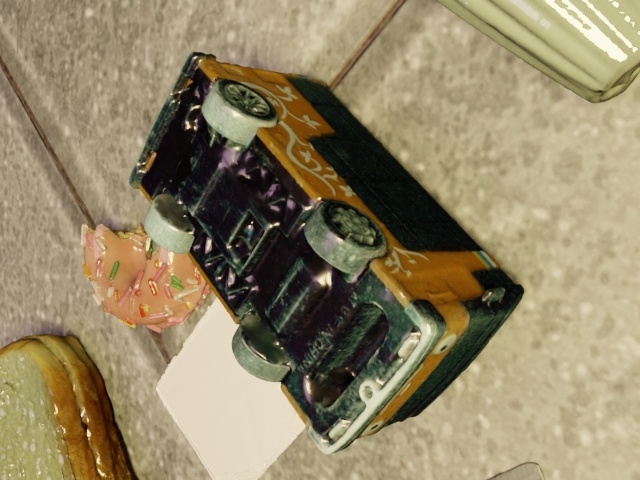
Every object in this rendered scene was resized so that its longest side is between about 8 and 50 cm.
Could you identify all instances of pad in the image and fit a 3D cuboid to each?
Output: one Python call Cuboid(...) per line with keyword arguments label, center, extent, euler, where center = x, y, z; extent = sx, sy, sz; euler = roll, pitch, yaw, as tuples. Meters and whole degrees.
Cuboid(label="pad", center=(-0.073, 0.133, 0.735), extent=(0.156, 0.004, 0.232), euler=(51, 123, 23))

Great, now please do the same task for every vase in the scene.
Cuboid(label="vase", center=(0.114, -0.193, 0.478), extent=(0.248, 0.128, 0.128), euler=(50, 123, 12))

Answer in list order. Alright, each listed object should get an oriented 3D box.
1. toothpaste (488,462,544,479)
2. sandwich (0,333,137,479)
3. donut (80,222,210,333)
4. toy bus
Cuboid(label="toothpaste", center=(0.173, 0.313, 0.527), extent=(0.114, 0.073, 0.299), euler=(-40, 63, 34))
Cuboid(label="sandwich", center=(-0.349, 0.253, 0.873), extent=(0.273, 0.095, 0.249), euler=(-30, 71, 22))
Cuboid(label="donut", center=(-0.177, 0.039, 0.769), extent=(0.166, 0.065, 0.117), euler=(0, 95, 40))
Cuboid(label="toy bus", center=(0.000, 0.000, 0.561), extent=(0.275, 0.167, 0.138), euler=(51, 122, 28))
